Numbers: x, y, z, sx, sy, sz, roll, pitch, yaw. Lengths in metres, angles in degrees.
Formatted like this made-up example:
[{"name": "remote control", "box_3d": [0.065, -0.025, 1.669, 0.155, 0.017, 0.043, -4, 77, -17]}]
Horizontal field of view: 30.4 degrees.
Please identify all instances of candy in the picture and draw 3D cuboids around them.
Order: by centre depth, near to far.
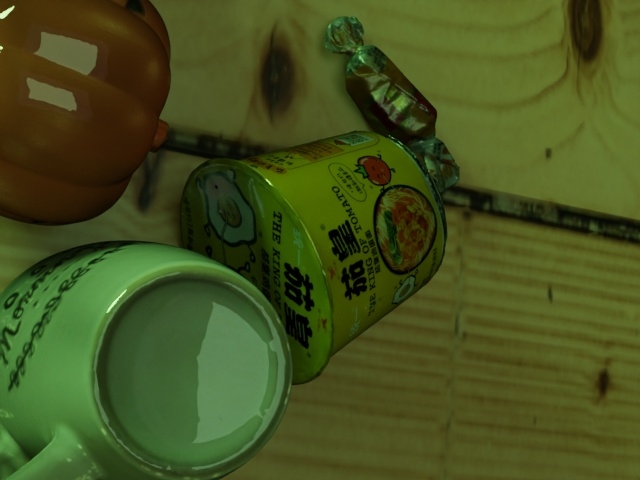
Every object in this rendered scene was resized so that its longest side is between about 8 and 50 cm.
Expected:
[{"name": "candy", "box_3d": [0.065, -0.116, 1.019, 0.053, 0.046, 0.182, -43, 101, -25]}]

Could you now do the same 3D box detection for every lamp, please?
[{"name": "lamp", "box_3d": [-0.182, -0.100, 0.822, 0.164, 0.188, 0.187, 21, 76, -25]}]

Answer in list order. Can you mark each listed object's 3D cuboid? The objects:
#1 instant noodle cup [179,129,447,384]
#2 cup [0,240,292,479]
[{"name": "instant noodle cup", "box_3d": [0.000, 0.000, 0.915, 0.144, 0.182, 0.182, -27, 97, -35]}, {"name": "cup", "box_3d": [-0.149, 0.114, 0.792, 0.258, 0.234, 0.186, -45, 104, -20]}]
